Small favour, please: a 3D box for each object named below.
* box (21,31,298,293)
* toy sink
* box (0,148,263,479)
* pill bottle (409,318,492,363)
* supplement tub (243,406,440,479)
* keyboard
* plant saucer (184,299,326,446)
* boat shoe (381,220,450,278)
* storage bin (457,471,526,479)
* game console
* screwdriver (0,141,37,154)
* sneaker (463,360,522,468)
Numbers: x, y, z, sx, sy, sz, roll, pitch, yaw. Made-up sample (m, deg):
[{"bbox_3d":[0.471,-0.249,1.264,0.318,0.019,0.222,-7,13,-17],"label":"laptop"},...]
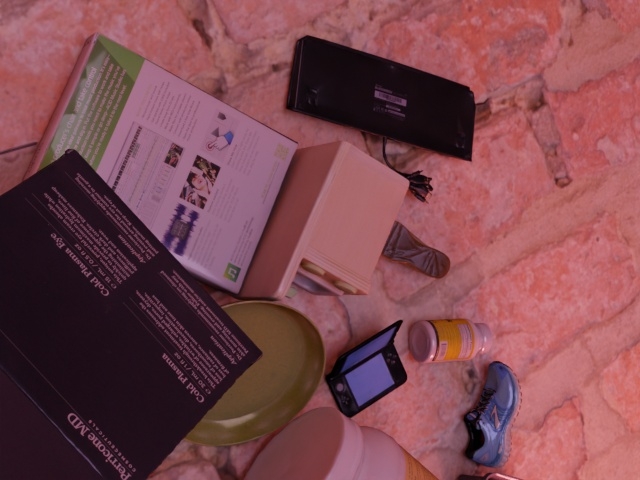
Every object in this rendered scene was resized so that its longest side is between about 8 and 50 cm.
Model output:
[{"bbox_3d":[-0.208,-0.097,1.649,0.322,0.058,0.232,28,75,-26],"label":"box"},{"bbox_3d":[0.000,0.000,1.704,0.131,0.153,0.234,30,73,-25],"label":"toy sink"},{"bbox_3d":[-0.295,0.121,1.408,0.343,0.179,0.312,48,35,-2],"label":"box"},{"bbox_3d":[0.196,0.149,1.856,0.116,0.065,0.065,0,88,-29],"label":"pill bottle"},{"bbox_3d":[0.071,0.403,1.680,0.331,0.241,0.241,43,70,-21],"label":"supplement tub"},{"bbox_3d":[0.092,-0.168,1.829,0.317,0.033,0.201,14,75,-27],"label":"keyboard"},{"bbox_3d":[-0.111,0.169,1.649,0.241,0.037,0.241,-11,125,-16],"label":"plant saucer"},{"bbox_3d":[0.121,0.008,1.837,0.153,0.048,0.056,26,88,-19],"label":"boat shoe"},{"bbox_3d":[0.267,0.401,1.871,0.135,0.091,0.098,20,79,-26],"label":"storage bin"},{"bbox_3d":[0.076,0.185,1.785,0.122,0.071,0.107,-29,102,-26],"label":"game console"},{"bbox_3d":[-0.432,-0.100,1.551,0.170,0.025,0.024,-22,98,-36],"label":"screwdriver"},{"bbox_3d":[0.256,0.262,1.887,0.073,0.063,0.162,11,83,-25],"label":"sneaker"}]
